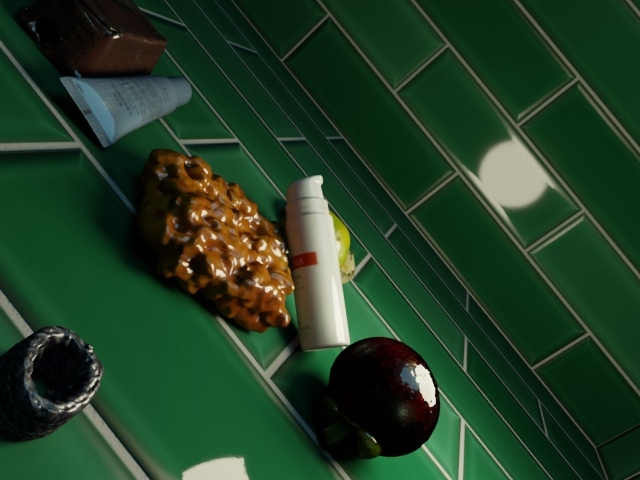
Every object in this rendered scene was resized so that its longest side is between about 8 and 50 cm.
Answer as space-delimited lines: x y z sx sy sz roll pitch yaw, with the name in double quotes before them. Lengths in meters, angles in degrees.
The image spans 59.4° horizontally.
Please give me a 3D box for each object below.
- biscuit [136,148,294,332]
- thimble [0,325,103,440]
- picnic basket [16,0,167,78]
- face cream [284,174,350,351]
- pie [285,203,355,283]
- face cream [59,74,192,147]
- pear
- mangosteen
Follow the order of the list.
"biscuit" -0.184 -0.010 1.005 0.318 0.110 0.312 38 23 -36
"thimble" -0.278 0.141 0.563 0.095 0.066 0.104 54 19 1
"picnic basket" -0.446 -0.428 1.160 0.222 0.129 0.297 48 18 -3
"face cream" -0.013 0.042 1.119 0.102 0.102 0.345 17 61 -59
"pie" 0.000 0.000 1.497 0.274 0.055 0.274 44 19 -20
"face cream" -0.371 -0.285 1.139 0.135 0.086 0.385 60 21 -12
"pear" -0.030 0.012 1.247 0.180 0.166 0.216 62 30 2
"mangosteen" 0.094 0.277 0.993 0.216 0.216 0.216 44 20 -20
